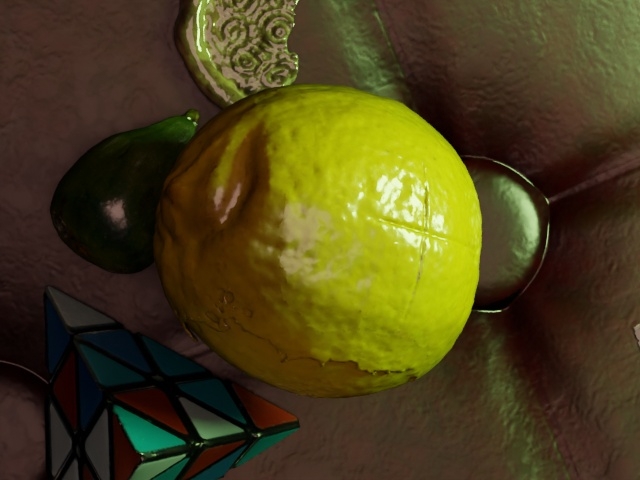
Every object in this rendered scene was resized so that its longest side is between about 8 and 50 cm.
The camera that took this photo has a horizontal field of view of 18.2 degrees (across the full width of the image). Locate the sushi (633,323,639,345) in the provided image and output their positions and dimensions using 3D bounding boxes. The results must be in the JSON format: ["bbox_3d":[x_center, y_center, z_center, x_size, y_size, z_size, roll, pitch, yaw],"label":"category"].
[{"bbox_3d":[0.416,0.111,1.938,0.201,0.031,0.139,-24,94,-4],"label":"sushi"}]

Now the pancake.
[{"bbox_3d":[-0.047,-0.204,1.893,0.184,0.020,0.190,-9,92,-6],"label":"pancake"}]

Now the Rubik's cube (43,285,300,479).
[{"bbox_3d":[-0.171,0.127,1.863,0.250,0.284,0.234,-24,71,-29],"label":"Rubik's cube"}]

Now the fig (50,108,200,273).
[{"bbox_3d":[-0.172,-0.059,1.844,0.117,0.117,0.177,34,80,-5],"label":"fig"}]

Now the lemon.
[{"bbox_3d":[-0.001,0.000,1.770,0.297,0.297,0.297,0,91,-5],"label":"lemon"}]
